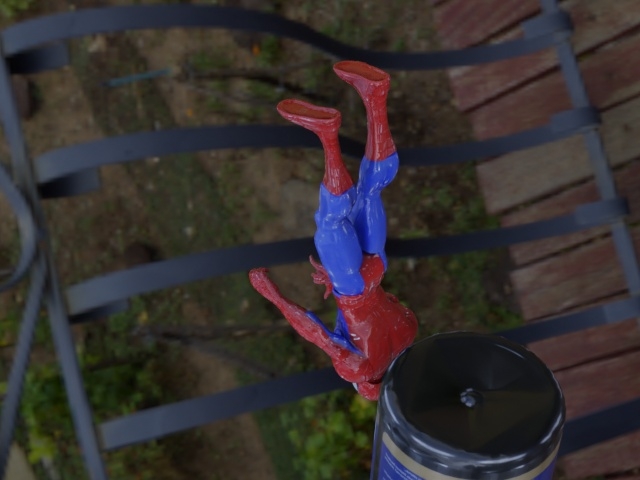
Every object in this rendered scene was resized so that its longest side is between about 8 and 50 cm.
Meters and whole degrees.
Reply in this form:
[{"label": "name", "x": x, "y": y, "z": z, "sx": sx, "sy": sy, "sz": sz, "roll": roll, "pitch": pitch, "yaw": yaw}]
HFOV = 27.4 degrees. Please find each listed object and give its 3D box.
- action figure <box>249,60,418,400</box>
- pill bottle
[{"label": "action figure", "x": 0.000, "y": 0.000, "z": 0.968, "sx": 0.139, "sy": 0.091, "sz": 0.280, "roll": 22, "pitch": 136, "yaw": 38}, {"label": "pill bottle", "x": 0.094, "y": 0.179, "z": 0.909, "sx": 0.123, "sy": 0.123, "sz": 0.219, "roll": 41, "pitch": 143, "yaw": 36}]
